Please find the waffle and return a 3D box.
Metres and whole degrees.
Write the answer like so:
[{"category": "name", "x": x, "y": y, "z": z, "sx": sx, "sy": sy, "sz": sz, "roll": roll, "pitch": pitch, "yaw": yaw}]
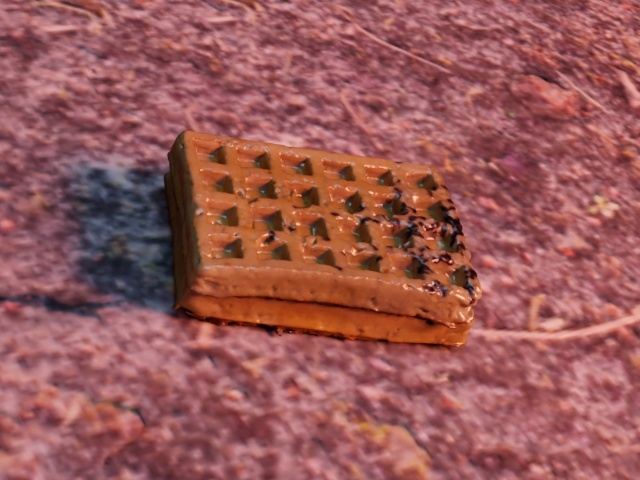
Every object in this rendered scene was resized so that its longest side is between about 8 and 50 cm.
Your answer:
[{"category": "waffle", "x": 0.000, "y": -0.001, "z": 0.620, "sx": 0.148, "sy": 0.042, "sz": 0.102, "roll": 7, "pitch": 42, "yaw": -20}]
